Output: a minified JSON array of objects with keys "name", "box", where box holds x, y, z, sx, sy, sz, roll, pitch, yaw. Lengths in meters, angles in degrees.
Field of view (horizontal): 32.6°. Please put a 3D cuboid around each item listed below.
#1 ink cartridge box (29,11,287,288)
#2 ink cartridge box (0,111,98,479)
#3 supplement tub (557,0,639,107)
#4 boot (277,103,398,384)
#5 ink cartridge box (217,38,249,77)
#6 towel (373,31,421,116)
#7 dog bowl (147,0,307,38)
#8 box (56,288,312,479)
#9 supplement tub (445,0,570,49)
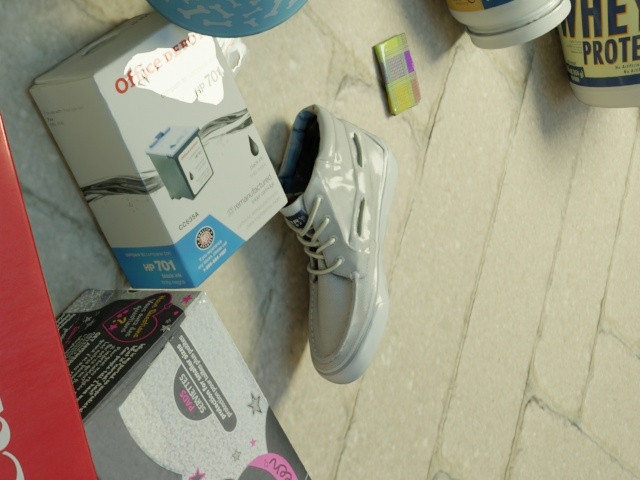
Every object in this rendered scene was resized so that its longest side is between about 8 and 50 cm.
[{"name":"ink cartridge box","box":[-0.126,-0.075,0.889,0.139,0.082,0.190,-46,125,-41]},{"name":"ink cartridge box","box":[-0.229,0.079,0.608,0.130,0.272,0.309,-26,110,-48]},{"name":"supplement tub","box":[0.417,-0.360,1.437,0.235,0.235,0.324,-37,117,-45]},{"name":"boot","box":[0.000,0.000,1.047,0.123,0.095,0.258,26,61,-41]},{"name":"ink cartridge box","box":[-0.102,-0.179,0.960,0.083,0.028,0.048,51,52,-37]},{"name":"towel","box":[0.086,-0.182,1.206,0.060,0.009,0.083,-33,113,-45]},{"name":"dog bowl","box":[-0.102,-0.300,0.823,0.166,0.074,0.297,-31,93,-14]},{"name":"box","box":[-0.122,0.178,0.838,0.163,0.142,0.247,-49,126,-39]},{"name":"supplement tub","box":[0.195,-0.333,1.237,0.144,0.144,0.199,-52,126,-38]}]
